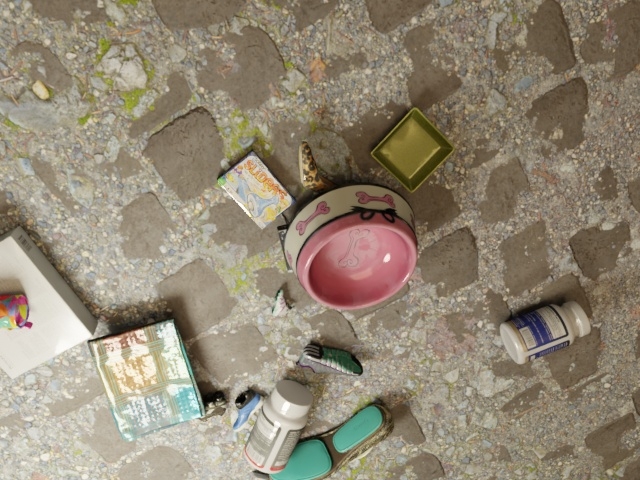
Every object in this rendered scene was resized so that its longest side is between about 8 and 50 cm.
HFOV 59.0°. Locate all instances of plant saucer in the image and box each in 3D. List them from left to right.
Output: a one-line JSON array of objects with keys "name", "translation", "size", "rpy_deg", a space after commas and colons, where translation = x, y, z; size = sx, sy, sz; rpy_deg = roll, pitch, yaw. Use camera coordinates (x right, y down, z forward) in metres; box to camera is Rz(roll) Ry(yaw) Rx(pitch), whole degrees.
[{"name": "plant saucer", "translation": [0.271, -0.270, 1.681], "size": [0.188, 0.045, 0.188], "rpy_deg": [40, 101, -21]}]

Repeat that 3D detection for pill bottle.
[{"name": "pill bottle", "translation": [-0.138, 0.626, 1.912], "size": [0.161, 0.161, 0.283], "rpy_deg": [19, 107, -16]}, {"name": "pill bottle", "translation": [0.769, 0.310, 1.940], "size": [0.265, 0.153, 0.153], "rpy_deg": [-21, 114, -1]}]

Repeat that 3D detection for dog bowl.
[{"name": "dog bowl", "translation": [0.102, 0.037, 1.656], "size": [0.409, 0.150, 0.407], "rpy_deg": [-7, 131, -8]}]

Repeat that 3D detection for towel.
[{"name": "towel", "translation": [-0.532, 0.435, 1.753], "size": [0.272, 0.040, 0.369], "rpy_deg": [-15, 111, -10]}]

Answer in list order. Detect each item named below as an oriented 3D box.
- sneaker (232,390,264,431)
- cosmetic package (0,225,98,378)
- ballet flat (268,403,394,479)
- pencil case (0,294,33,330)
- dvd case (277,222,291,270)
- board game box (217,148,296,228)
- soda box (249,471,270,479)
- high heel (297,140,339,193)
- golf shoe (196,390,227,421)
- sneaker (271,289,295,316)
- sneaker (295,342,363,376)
[{"name": "sneaker", "translation": [-0.270, 0.576, 1.925], "size": [0.085, 0.058, 0.152], "rpy_deg": [37, 98, -26]}, {"name": "cosmetic package", "translation": [-0.886, 0.185, 1.646], "size": [0.285, 0.097, 0.377], "rpy_deg": [-28, 113, 1]}, {"name": "ballet flat", "translation": [0.057, 0.759, 2.016], "size": [0.483, 0.164, 0.182], "rpy_deg": [-31, 134, 2]}, {"name": "pencil case", "translation": [-0.926, 0.208, 1.548], "size": [0.237, 0.104, 0.104], "rpy_deg": [-2, 112, -6]}, {"name": "dvd case", "translation": [0.000, 0.000, 1.720], "size": [0.239, 0.029, 0.179], "rpy_deg": [-14, 135, -4]}, {"name": "board game box", "translation": [-0.186, -0.149, 1.660], "size": [0.136, 0.035, 0.201], "rpy_deg": [-39, 113, 7]}, {"name": "soda box", "translation": [-0.155, 0.911, 2.063], "size": [0.216, 0.069, 0.073], "rpy_deg": [20, 80, -17]}, {"name": "high heel", "translation": [0.034, -0.186, 1.646], "size": [0.186, 0.093, 0.261], "rpy_deg": [-11, 127, -1]}, {"name": "golf shoe", "translation": [-0.411, 0.574, 1.893], "size": [0.198, 0.077, 0.093], "rpy_deg": [-8, 113, -5]}, {"name": "sneaker", "translation": [-0.113, 0.202, 1.815], "size": [0.069, 0.038, 0.098], "rpy_deg": [10, 119, -15]}, {"name": "sneaker", "translation": [0.031, 0.420, 1.917], "size": [0.224, 0.083, 0.098], "rpy_deg": [23, 127, -13]}]
